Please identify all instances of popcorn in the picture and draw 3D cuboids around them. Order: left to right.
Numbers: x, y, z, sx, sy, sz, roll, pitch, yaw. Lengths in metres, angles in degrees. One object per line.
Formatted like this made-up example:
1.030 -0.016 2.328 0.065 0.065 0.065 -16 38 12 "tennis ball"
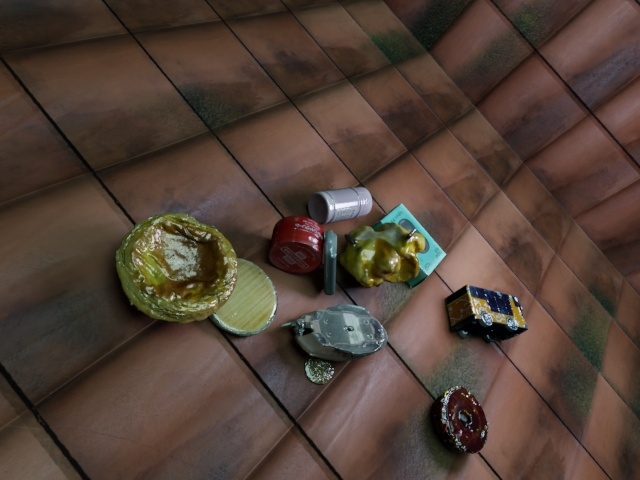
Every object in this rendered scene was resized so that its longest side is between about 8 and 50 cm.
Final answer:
0.229 0.067 1.797 0.315 0.281 0.297 17 45 27 "popcorn"

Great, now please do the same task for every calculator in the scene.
0.035 0.082 1.667 0.045 0.246 0.141 2 37 3 "calculator"

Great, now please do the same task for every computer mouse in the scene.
0.046 0.325 1.583 0.388 0.115 0.200 6 41 -19 "computer mouse"

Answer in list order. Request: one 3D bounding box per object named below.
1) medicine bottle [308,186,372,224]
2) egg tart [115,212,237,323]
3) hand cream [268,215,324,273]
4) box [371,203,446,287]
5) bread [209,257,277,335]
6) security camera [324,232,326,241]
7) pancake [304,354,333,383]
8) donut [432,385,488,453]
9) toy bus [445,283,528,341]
0.082 -0.146 1.899 0.249 0.133 0.134 -14 70 -39 "medicine bottle"
-0.417 0.087 1.368 0.351 0.150 0.352 10 59 -18 "egg tart"
-0.081 0.016 1.637 0.192 0.193 0.126 22 49 -22 "hand cream"
0.369 0.017 2.006 0.311 0.118 0.205 50 48 4 "box"
-0.259 0.182 1.506 0.266 0.040 0.267 17 54 -25 "bread"
0.000 0.000 1.773 0.058 0.092 0.058 17 52 -23 "security camera"
-0.004 0.419 1.549 0.114 0.011 0.115 18 53 -25 "pancake"
0.501 0.652 1.700 0.234 0.089 0.235 18 53 -26 "donut"
0.715 0.318 2.025 0.323 0.162 0.194 14 52 -26 "toy bus"
